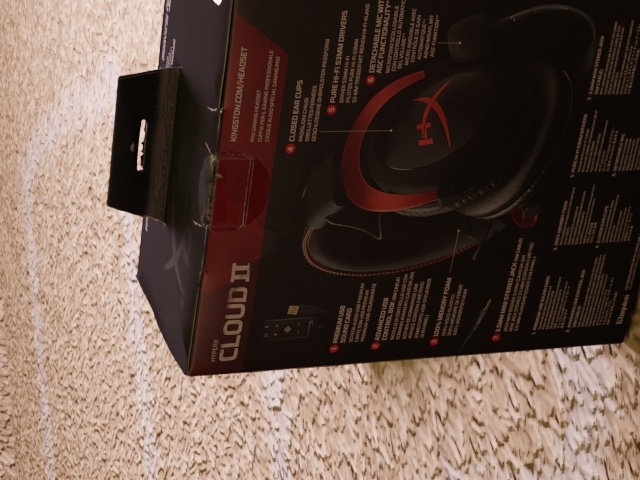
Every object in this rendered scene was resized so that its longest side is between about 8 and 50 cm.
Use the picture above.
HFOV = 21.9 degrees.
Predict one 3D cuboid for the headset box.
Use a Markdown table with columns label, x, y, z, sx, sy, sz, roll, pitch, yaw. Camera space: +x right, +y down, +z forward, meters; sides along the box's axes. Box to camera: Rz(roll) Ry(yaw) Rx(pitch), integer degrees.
| label | x | y | z | sx | sy | sz | roll | pitch | yaw |
| --- | --- | --- | --- | --- | --- | --- | --- | --- | --- |
| headset box | 0.034 | -0.053 | 0.873 | 0.110 | 0.293 | 0.218 | -126 | 38 | -54 |
